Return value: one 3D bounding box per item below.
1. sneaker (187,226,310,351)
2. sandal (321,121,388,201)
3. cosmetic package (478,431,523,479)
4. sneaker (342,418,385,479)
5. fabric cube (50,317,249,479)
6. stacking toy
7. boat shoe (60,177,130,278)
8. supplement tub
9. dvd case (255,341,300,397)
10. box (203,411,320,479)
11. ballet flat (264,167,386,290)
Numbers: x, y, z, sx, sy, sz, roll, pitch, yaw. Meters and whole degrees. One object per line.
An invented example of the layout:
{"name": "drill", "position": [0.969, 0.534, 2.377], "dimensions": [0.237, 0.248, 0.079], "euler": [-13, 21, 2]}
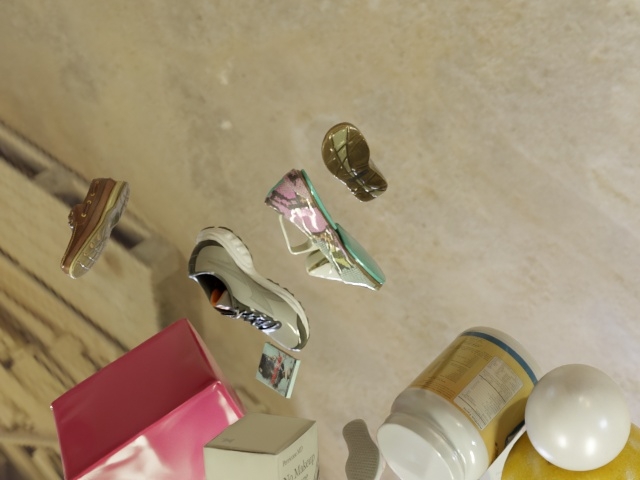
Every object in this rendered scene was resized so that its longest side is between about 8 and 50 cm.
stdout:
{"name": "sneaker", "position": [-0.126, 0.102, 1.695], "dimensions": [0.100, 0.108, 0.271], "euler": [-20, 122, 43]}
{"name": "sandal", "position": [0.049, -0.122, 1.526], "dimensions": [0.180, 0.072, 0.049], "euler": [50, -163, -52]}
{"name": "cosmetic package", "position": [0.316, 0.398, 1.712], "dimensions": [0.231, 0.086, 0.117], "euler": [65, 172, -15]}
{"name": "sneaker", "position": [0.064, 0.299, 1.325], "dimensions": [0.134, 0.051, 0.070], "euler": [-102, -11, -65]}
{"name": "fabric cube", "position": [-0.219, 0.318, 1.504], "dimensions": [0.259, 0.254, 0.258], "euler": [61, 171, -24]}
{"name": "stacking toy", "position": [0.339, 0.324, 1.254], "dimensions": [0.351, 0.350, 0.479], "euler": [24, 143, 37]}
{"name": "boat shoe", "position": [-0.337, -0.021, 1.465], "dimensions": [0.060, 0.178, 0.064], "euler": [17, 144, 5]}
{"name": "supplement tub", "position": [0.181, 0.220, 1.294], "dimensions": [0.144, 0.200, 0.144], "euler": [33, 144, 27]}
{"name": "dvd case", "position": [-0.093, 0.280, 2.191], "dimensions": [0.119, 0.013, 0.087], "euler": [24, 100, 47]}
{"name": "box", "position": [-0.058, 0.342, 1.131], "dimensions": [0.094, 0.113, 0.275], "euler": [3, 103, 24]}
{"name": "ballet flat", "position": [0.000, 0.000, 1.294], "dimensions": [0.221, 0.079, 0.077], "euler": [51, -170, -36]}
